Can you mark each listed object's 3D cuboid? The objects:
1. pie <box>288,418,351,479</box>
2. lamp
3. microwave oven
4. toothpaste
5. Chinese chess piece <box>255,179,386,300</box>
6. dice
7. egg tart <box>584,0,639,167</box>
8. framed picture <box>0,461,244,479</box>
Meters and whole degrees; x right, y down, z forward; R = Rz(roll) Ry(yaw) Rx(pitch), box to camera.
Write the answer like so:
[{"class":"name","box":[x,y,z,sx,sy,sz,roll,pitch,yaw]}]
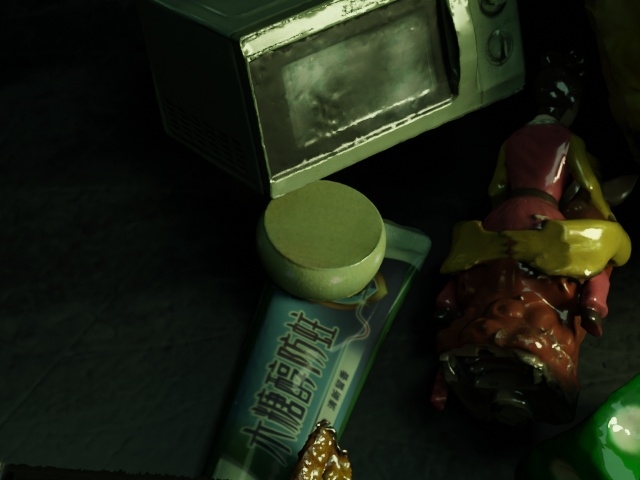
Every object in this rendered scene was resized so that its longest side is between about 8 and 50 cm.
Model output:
[{"class":"pie","box":[0.015,0.207,1.181,0.088,0.033,0.191,-34,101,-34]},{"class":"lamp","box":[0.146,-0.003,1.304,0.118,0.118,0.253,19,58,-4]},{"class":"microwave oven","box":[0.008,-0.127,1.298,0.205,0.129,0.163,-25,30,-23]},{"class":"toothpaste","box":[-0.030,0.136,1.218,0.099,0.061,0.392,18,59,4]},{"class":"Chinese chess piece","box":[0.000,0.000,1.271,0.084,0.034,0.084,4,49,-5]},{"class":"dice","box":[0.208,0.148,1.229,0.128,0.131,0.120,-31,77,-25]},{"class":"egg tart","box":[0.264,-0.145,1.331,0.150,0.352,0.352,-18,63,22]},{"class":"framed picture","box":[-0.124,0.221,1.134,0.195,0.010,0.199,1,60,20]}]
